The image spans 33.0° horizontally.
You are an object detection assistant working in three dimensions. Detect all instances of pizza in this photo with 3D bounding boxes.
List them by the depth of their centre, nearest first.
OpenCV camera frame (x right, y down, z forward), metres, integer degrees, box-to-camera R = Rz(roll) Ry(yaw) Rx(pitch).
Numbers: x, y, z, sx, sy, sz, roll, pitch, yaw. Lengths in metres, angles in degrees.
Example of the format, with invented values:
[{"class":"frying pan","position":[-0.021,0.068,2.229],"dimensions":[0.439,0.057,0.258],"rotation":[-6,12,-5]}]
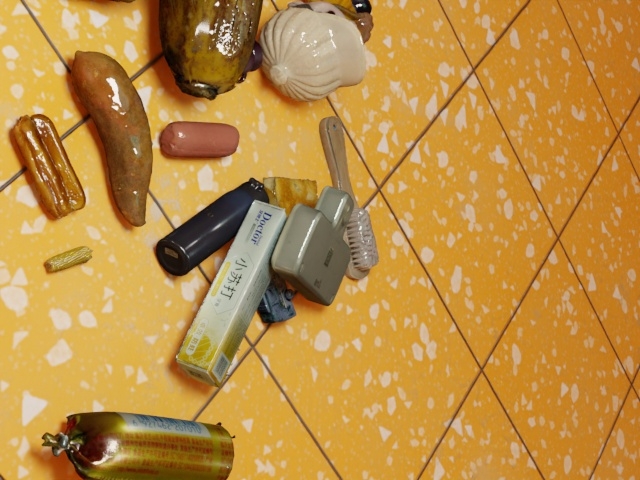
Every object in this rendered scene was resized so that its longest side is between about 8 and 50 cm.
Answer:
[{"class":"pizza","position":[-0.048,-0.061,2.010],"dimensions":[0.134,0.046,0.175],"rotation":[-50,123,-46]}]

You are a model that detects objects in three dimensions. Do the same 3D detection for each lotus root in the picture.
[{"class":"lotus root","position":[-0.185,-0.428,1.827],"dimensions":[0.179,0.196,0.397],"rotation":[10,78,-14]}]

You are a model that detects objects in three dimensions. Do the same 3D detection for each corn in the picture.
[{"class":"corn","position":[-0.381,0.029,1.645],"dimensions":[0.083,0.027,0.028],"rotation":[-24,87,-44]}]

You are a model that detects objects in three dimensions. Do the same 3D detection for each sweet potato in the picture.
[{"class":"sweet potato","position":[-0.313,-0.167,1.711],"dimensions":[0.097,0.097,0.292],"rotation":[-29,105,-46]}]

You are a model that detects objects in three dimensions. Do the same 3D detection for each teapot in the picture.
[{"class":"teapot","position":[-0.135,-0.332,1.956],"dimensions":[0.045,0.068,0.100],"rotation":[-22,134,-49]}]

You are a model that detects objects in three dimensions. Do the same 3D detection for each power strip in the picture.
[{"class":"power strip","position":[-0.001,0.000,1.930],"dimensions":[0.194,0.059,0.265],"rotation":[-67,160,-11]}]

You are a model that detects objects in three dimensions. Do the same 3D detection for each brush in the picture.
[{"class":"brush","position":[0.059,-0.087,2.124],"dimensions":[0.070,0.065,0.327],"rotation":[-11,89,-45]}]

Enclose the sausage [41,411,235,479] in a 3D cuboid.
[{"class":"sausage","position":[-0.280,0.326,1.634],"dimensions":[0.317,0.117,0.125],"rotation":[17,56,-43]}]

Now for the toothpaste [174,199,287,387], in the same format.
[{"class":"toothpaste","position":[-0.138,0.087,1.811],"dimensions":[0.313,0.071,0.089],"rotation":[-65,159,-20]}]

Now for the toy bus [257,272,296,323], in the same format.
[{"class":"toy bus","position":[-0.097,0.069,1.933],"dimensions":[0.065,0.047,0.166],"rotation":[-25,100,-42]}]

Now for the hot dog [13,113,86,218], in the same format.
[{"class":"hot dog","position":[-0.410,-0.114,1.627],"dimensions":[0.071,0.045,0.165],"rotation":[-35,108,-43]}]

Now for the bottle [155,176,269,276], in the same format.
[{"class":"bottle","position":[-0.178,-0.024,1.845],"dimensions":[0.244,0.072,0.082],"rotation":[-41,154,-43]}]

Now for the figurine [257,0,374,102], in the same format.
[{"class":"figurine","position":[-0.009,-0.389,2.058],"dimensions":[0.185,0.204,0.332],"rotation":[56,19,-22]}]

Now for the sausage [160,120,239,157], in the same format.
[{"class":"sausage","position":[-0.203,-0.173,1.851],"dimensions":[0.154,0.062,0.062],"rotation":[-4,86,-48]}]

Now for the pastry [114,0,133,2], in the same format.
[{"class":"pastry","position":[-0.312,-0.490,1.618],"dimensions":[0.329,0.329,0.136],"rotation":[26,50,-42]}]
